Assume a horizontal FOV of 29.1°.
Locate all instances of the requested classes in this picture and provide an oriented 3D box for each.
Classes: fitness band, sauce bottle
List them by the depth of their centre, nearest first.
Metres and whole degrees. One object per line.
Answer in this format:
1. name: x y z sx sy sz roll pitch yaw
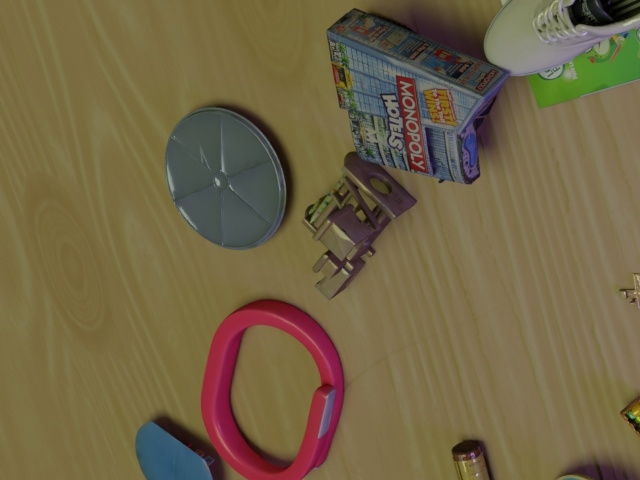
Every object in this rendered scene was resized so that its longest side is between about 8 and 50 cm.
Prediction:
1. sauce bottle: 0.205 0.327 1.618 0.042 0.042 0.128 -4 110 35
2. fitness band: -0.072 0.220 1.756 0.209 0.054 0.291 29 124 24

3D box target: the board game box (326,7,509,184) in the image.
1. board game box: 0.114 -0.145 1.361 0.194 0.060 0.194 17 135 33

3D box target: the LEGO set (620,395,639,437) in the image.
1. LEGO set: 0.420 0.325 1.427 0.132 0.107 0.287 -4 109 35

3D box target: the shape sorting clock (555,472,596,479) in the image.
1. shape sorting clock: 0.341 0.384 1.507 0.206 0.040 0.206 39 140 43

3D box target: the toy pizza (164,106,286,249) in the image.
1. toy pizza: -0.125 -0.084 1.664 0.201 0.032 0.201 14 117 29

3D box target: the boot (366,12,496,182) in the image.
1. boot: 0.094 -0.165 1.455 0.198 0.077 0.137 38 132 16

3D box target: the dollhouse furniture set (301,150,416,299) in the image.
1. dollhouse furniture set: 0.000 0.000 1.533 0.101 0.161 0.182 45 128 9

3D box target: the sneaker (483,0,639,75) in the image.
1. sneaker: 0.256 -0.234 1.228 0.258 0.091 0.094 -28 94 42

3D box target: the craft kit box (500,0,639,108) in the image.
1. craft kit box: 0.299 -0.286 1.269 0.246 0.061 0.250 -14 102 41

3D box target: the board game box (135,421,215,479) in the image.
1. board game box: -0.218 0.351 1.927 0.168 0.033 0.133 31 130 26

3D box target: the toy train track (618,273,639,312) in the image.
1. toy train track: 0.378 0.062 1.397 0.083 0.014 0.048 -3 109 35
